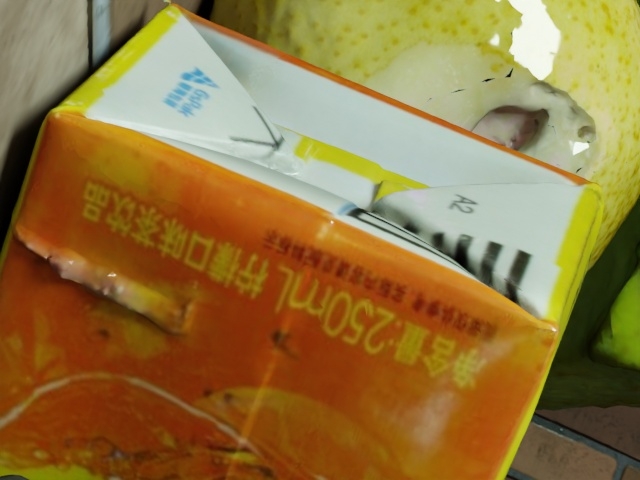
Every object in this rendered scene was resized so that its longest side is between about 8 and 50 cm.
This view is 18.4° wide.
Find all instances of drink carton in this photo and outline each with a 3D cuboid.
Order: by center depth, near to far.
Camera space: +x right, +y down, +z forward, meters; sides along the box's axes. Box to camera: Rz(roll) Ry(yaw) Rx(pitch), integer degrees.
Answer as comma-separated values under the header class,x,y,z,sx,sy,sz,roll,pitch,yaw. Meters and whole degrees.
class,x,y,z,sx,sy,sz,roll,pitch,yaw
drink carton,-0.050,0.121,0.617,0.111,0.155,0.351,-54,167,-63

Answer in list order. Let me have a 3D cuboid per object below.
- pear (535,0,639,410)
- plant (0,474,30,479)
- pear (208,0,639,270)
class,x,y,z,sx,sy,sz,roll,pitch,yaw
pear,0.073,-0.043,0.886,0.164,0.255,0.238,16,74,-57
plant,-0.096,0.156,0.469,0.129,0.132,0.194,35,74,-81
pear,0.035,-0.053,0.705,0.178,0.178,0.178,24,90,-85
